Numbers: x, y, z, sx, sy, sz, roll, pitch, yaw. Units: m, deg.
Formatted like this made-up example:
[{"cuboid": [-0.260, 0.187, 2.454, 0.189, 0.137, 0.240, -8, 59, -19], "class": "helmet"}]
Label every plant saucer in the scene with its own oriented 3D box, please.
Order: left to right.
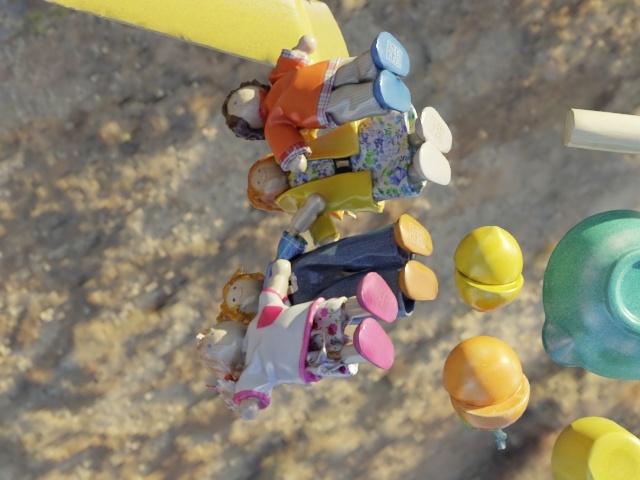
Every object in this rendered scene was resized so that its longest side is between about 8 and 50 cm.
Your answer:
[{"cuboid": [-0.129, -0.278, 1.672, 0.333, 0.333, 0.081, -48, 154, -78], "class": "plant saucer"}]

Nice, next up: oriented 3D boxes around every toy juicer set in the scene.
[{"cuboid": [0.209, 0.024, 1.096, 0.329, 0.209, 0.089, -64, -175, -7], "class": "toy juicer set"}]

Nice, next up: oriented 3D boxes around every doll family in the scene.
[{"cuboid": [0.000, 0.000, 0.916, 0.163, 0.263, 0.118, -12, 153, 37], "class": "doll family"}]
